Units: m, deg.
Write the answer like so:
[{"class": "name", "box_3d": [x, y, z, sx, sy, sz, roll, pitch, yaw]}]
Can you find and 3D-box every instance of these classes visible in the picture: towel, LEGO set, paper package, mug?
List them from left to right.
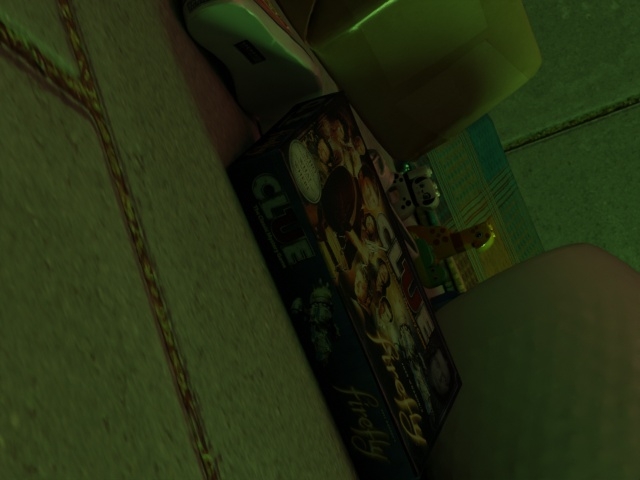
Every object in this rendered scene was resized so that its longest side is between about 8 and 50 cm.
[{"class": "paper package", "box_3d": [0.023, -0.261, 1.477, 0.309, 0.168, 0.325, 58, 5, 18]}, {"class": "LEGO set", "box_3d": [0.154, 0.020, 2.008, 0.087, 0.093, 0.227, 44, 26, -71]}, {"class": "towel", "box_3d": [0.207, -0.023, 2.375, 0.271, 0.040, 0.370, 67, 24, -6]}, {"class": "mug", "box_3d": [0.211, 0.200, 1.509, 0.328, 0.276, 0.374, 64, -23, 13]}]

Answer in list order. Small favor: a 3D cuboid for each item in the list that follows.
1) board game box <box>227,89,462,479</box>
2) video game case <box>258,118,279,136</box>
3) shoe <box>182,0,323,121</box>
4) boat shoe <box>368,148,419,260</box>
[{"class": "board game box", "box_3d": [0.023, 0.030, 1.250, 0.243, 0.042, 0.165, 67, 21, -12]}, {"class": "video game case", "box_3d": [0.000, 0.000, 1.364, 0.143, 0.019, 0.157, 56, 15, -57]}, {"class": "shoe", "box_3d": [-0.050, -0.156, 1.274, 0.178, 0.063, 0.081, 46, 29, -58]}, {"class": "boat shoe", "box_3d": [0.033, -0.046, 1.521, 0.066, 0.063, 0.184, -94, 161, -62]}]
